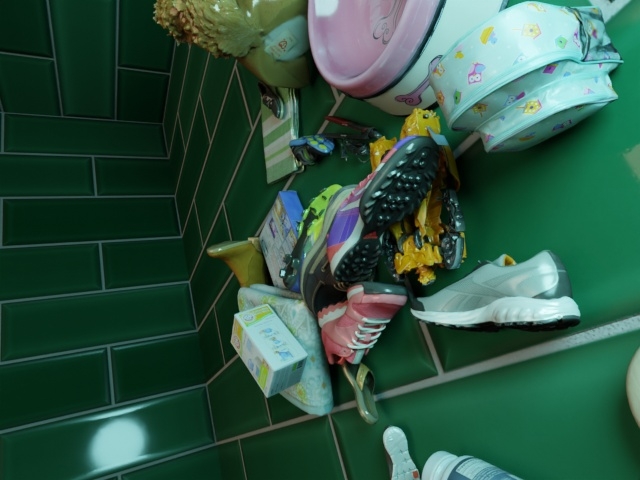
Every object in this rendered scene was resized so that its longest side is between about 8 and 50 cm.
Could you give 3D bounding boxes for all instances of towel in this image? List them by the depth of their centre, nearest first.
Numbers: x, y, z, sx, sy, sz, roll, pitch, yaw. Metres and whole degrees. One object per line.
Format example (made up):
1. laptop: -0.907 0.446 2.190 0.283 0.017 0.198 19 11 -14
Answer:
1. towel: -0.112 0.299 1.199 0.375 0.090 0.320 2 106 53
2. towel: -0.123 -0.354 1.268 0.248 0.038 0.324 -4 91 61

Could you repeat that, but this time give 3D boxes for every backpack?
1. backpack: 0.235 -0.187 0.489 0.166 0.189 0.144 -28 69 58

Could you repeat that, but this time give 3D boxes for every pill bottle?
1. pill bottle: 0.247 0.399 0.629 0.180 0.108 0.107 -10 85 61

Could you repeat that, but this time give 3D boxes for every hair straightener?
1. hair straightener: 0.076 -0.223 0.928 0.230 0.047 0.088 34 123 49

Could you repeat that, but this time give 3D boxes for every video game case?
1. video game case: -0.094 0.031 1.235 0.244 0.061 0.269 -58 46 48

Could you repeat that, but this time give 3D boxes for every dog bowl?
1. dog bowl: 0.117 -0.431 0.710 0.408 0.151 0.407 14 106 59

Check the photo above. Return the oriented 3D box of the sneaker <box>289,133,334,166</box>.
1. sneaker: -0.017 -0.235 1.077 0.188 0.067 0.078 18 130 57

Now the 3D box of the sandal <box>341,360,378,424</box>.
1. sandal: 0.098 0.320 0.929 0.049 0.072 0.180 -40 46 21

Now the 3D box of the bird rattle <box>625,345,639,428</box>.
1. bird rattle: 0.392 0.178 0.375 0.207 0.143 0.253 -122 25 -58

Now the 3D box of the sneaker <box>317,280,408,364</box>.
1. sneaker: 0.090 0.181 0.850 0.314 0.116 0.136 130 144 -56

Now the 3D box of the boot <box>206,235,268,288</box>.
1. boot: -0.251 0.102 1.346 0.104 0.295 0.211 -3 95 24

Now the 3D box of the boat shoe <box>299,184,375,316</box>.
1. boat shoe: 0.048 0.053 0.916 0.130 0.133 0.355 53 139 44

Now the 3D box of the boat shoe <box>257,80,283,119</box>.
1. boat shoe: -0.149 -0.414 1.212 0.152 0.049 0.056 66 146 31

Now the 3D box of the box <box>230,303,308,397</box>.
1. box: -0.139 0.281 1.072 0.203 0.103 0.114 44 133 36

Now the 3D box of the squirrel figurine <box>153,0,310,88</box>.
1. squirrel figurine: -0.194 -0.595 0.992 0.370 0.397 0.281 62 149 21

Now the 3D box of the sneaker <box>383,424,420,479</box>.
1. sneaker: 0.166 0.462 0.855 0.065 0.061 0.157 98 164 -81

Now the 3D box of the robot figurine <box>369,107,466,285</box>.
1. robot figurine: 0.172 -0.066 0.725 0.211 0.085 0.290 -26 70 59

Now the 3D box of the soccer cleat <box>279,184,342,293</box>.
1. soccer cleat: -0.001 0.000 1.030 0.093 0.121 0.289 33 100 58

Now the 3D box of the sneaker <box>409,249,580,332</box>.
1. sneaker: 0.245 0.083 0.619 0.272 0.100 0.107 -23 60 56

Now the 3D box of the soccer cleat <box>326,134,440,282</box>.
1. soccer cleat: 0.083 -0.060 0.694 0.318 0.109 0.116 115 144 -44
